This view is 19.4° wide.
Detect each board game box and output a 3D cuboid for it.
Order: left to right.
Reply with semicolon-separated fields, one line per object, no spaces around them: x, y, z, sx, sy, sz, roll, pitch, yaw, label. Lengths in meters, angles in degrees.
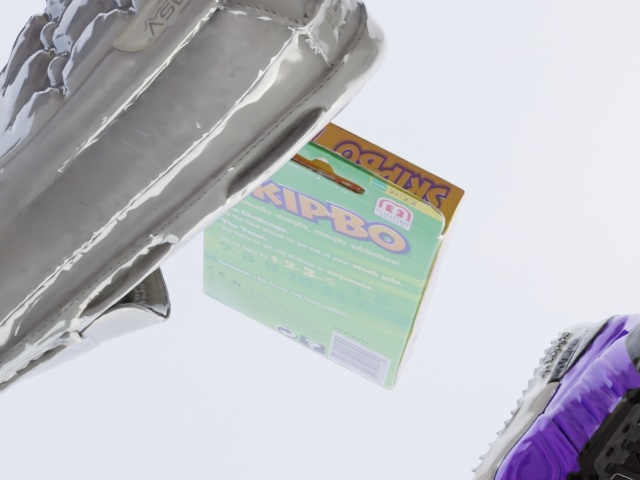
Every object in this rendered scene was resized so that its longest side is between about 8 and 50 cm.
0.000;0.000;0.953;0.124;0.259;0.039;27;-108;7;board game box

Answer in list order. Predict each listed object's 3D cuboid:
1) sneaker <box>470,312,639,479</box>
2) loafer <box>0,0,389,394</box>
0.201;0.144;1.261;0.102;0.146;0.293;53;-138;-23;sneaker
-0.106;0.008;0.705;0.111;0.319;0.112;33;-153;-30;loafer
